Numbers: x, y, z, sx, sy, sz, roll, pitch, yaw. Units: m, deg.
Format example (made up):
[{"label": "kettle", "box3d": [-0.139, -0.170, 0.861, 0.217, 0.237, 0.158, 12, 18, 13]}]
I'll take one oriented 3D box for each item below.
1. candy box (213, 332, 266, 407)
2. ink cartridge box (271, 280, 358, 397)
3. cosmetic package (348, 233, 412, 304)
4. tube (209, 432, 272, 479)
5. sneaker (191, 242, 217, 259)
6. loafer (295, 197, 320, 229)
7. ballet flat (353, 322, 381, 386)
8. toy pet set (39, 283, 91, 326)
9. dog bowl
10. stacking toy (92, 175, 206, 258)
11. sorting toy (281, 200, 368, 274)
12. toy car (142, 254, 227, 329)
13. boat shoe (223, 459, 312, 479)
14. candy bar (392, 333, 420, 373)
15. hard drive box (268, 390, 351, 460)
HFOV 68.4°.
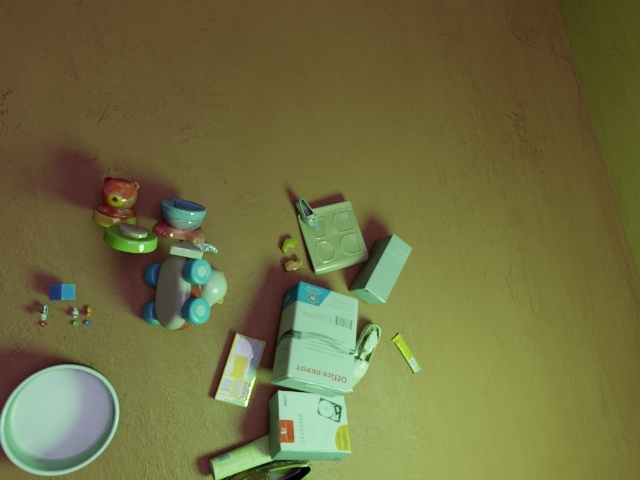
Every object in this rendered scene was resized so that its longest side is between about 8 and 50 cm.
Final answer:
[{"label": "candy box", "box3d": [-0.248, 0.400, 1.462, 0.105, 0.027, 0.205, 24, 72, -22]}, {"label": "ink cartridge box", "box3d": [-0.013, 0.315, 1.492, 0.223, 0.129, 0.307, 20, 57, -21]}, {"label": "cosmetic package", "box3d": [0.214, 0.104, 1.680, 0.107, 0.127, 0.237, 34, 70, -15]}, {"label": "tube", "box3d": [-0.209, 0.646, 1.415, 0.240, 0.062, 0.069, -12, 89, -27]}, {"label": "sneaker", "box3d": [-0.376, 0.033, 1.467, 0.098, 0.038, 0.069, 29, 71, -8]}, {"label": "loafer", "box3d": [-0.042, -0.090, 1.611, 0.045, 0.039, 0.125, -36, 91, -21]}, {"label": "ballet flat", "box3d": [0.143, 0.394, 1.617, 0.086, 0.086, 0.248, 34, 69, -16]}, {"label": "toy pet set", "box3d": [-0.688, 0.176, 1.275, 0.122, 0.065, 0.114, 1, 80, -26]}, {"label": "dog bowl", "box3d": [-0.664, 0.451, 1.214, 0.265, 0.104, 0.264, 5, 78, -25]}, {"label": "stacking toy", "box3d": [-0.455, -0.070, 1.305, 0.309, 0.279, 0.130, 8, 107, -28]}, {"label": "sorting toy", "box3d": [0.000, 0.000, 1.651, 0.308, 0.041, 0.228, -14, 84, -20]}, {"label": "toy car", "box3d": [-0.357, 0.157, 1.392, 0.238, 0.219, 0.210, 12, 73, -52]}, {"label": "boat shoe", "box3d": [-0.170, 0.717, 1.396, 0.308, 0.104, 0.110, -19, 89, -27]}, {"label": "candy bar", "box3d": [0.318, 0.419, 1.730, 0.040, 0.018, 0.161, -35, 96, -23]}, {"label": "hard drive box", "box3d": [-0.036, 0.574, 1.457, 0.232, 0.089, 0.181, 11, 47, -23]}]
